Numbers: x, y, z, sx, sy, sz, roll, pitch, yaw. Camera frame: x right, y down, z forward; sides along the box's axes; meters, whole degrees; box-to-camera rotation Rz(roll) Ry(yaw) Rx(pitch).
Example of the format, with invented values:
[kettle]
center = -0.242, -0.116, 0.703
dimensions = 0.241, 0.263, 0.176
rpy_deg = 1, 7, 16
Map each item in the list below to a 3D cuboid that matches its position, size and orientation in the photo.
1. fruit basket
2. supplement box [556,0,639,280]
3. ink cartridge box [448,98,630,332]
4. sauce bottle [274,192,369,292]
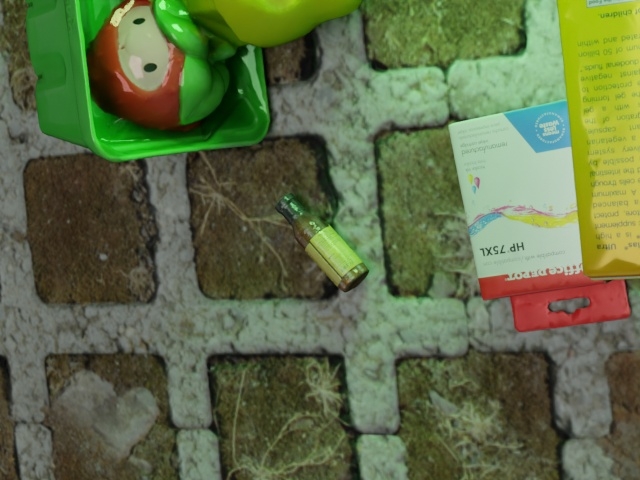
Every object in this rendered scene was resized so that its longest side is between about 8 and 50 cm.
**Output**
[fruit basket]
center = -0.134, -0.276, 1.435
dimensions = 0.392, 0.283, 0.392
rpy_deg = 11, 106, 44
[supplement box]
center = 0.340, -0.156, 1.223
dimensions = 0.195, 0.194, 0.357
rpy_deg = -4, 96, 28
[ink cartridge box]
center = 0.224, -0.020, 1.369
dimensions = 0.134, 0.078, 0.231
rpy_deg = -11, 93, 29
[sauce bottle]
center = 0.000, 0.000, 1.510
dimensions = 0.128, 0.042, 0.042
rpy_deg = 50, 116, 13
